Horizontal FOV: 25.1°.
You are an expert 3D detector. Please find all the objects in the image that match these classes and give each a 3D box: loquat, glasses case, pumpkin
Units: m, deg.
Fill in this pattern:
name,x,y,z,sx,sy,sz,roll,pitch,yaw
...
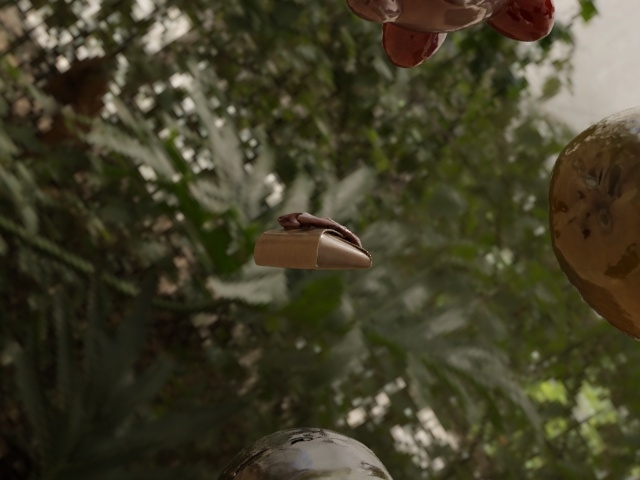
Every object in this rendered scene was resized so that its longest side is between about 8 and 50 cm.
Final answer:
name,x,y,z,sx,sy,sz,roll,pitch,yaw
loquat,0.387,-0.015,1.633,0.283,0.276,0.276,19,34,-41
glasses case,0.000,0.000,1.811,0.193,0.102,0.070,-178,-91,-65
pumpkin,-0.006,0.340,1.433,0.320,0.192,0.321,168,-90,-74

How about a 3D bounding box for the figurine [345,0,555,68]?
name,x,y,z,sx,sy,sz,roll,pitch,yaw
figurine,0.164,-0.395,2.034,0.261,0.269,0.211,23,61,-58
